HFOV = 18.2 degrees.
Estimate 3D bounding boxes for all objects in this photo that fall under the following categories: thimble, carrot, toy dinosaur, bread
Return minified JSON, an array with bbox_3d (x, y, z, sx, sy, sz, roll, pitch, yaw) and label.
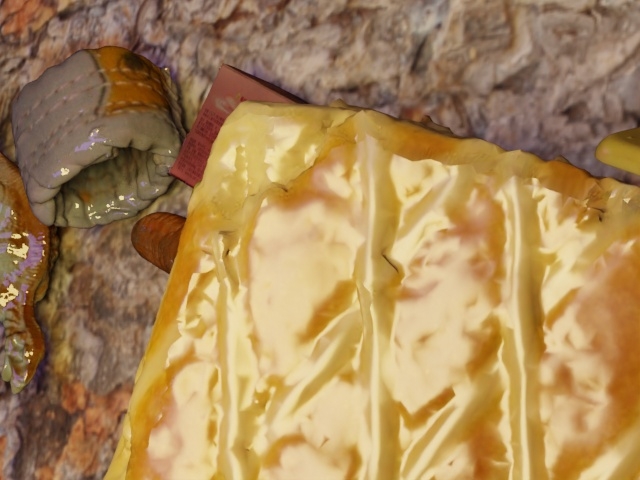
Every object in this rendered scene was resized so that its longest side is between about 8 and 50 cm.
[{"bbox_3d":[-0.196,-0.087,1.757,0.151,0.127,0.118,-37,55,32],"label":"thimble"},{"bbox_3d":[-0.098,0.014,1.682,0.186,0.060,0.060,14,87,47],"label":"carrot"},{"bbox_3d":[-0.327,-0.031,1.889,0.205,0.092,0.393,-17,64,39],"label":"toy dinosaur"},{"bbox_3d":[0.083,0.116,1.249,0.371,0.279,0.390,19,88,18],"label":"bread"}]

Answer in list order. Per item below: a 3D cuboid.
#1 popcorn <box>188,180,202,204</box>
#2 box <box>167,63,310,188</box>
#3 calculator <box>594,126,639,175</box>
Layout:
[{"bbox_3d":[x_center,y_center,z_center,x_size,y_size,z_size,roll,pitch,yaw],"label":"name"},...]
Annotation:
[{"bbox_3d":[0.000,0.000,1.501,0.198,0.198,0.212,-60,33,11],"label":"popcorn"},{"bbox_3d":[-0.046,-0.072,1.658,0.156,0.060,0.111,33,100,42],"label":"box"},{"bbox_3d":[0.276,-0.047,1.219,0.157,0.236,0.033,24,111,44],"label":"calculator"}]
